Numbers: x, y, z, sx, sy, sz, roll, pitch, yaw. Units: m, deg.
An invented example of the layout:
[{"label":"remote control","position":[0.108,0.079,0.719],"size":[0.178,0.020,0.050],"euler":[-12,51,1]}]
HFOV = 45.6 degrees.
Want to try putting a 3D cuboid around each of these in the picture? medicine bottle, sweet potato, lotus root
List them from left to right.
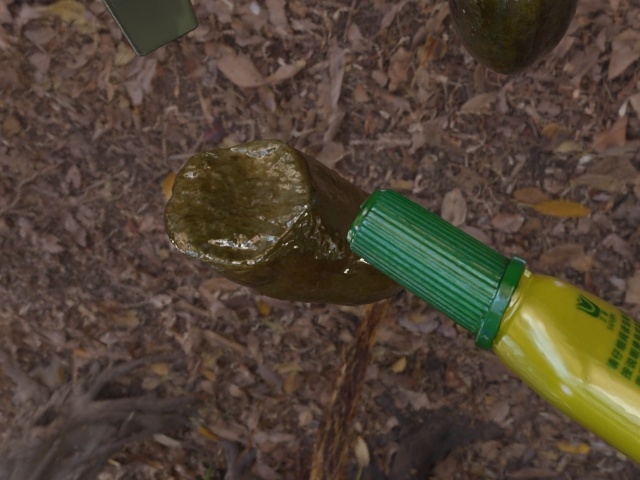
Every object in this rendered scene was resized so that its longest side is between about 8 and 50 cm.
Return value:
[{"label":"sweet potato","position":[0.000,0.000,0.852],"size":[0.158,0.157,0.370],"euler":[-16,154,37]},{"label":"lotus root","position":[0.187,-0.244,0.718],"size":[0.123,0.124,0.241],"euler":[38,174,21]},{"label":"medicine bottle","position":[0.158,0.061,0.546],"size":[0.309,0.111,0.076],"euler":[34,123,7]}]

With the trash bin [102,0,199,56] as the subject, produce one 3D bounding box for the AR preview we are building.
[{"label":"trash bin","position":[-0.131,-0.185,0.545],"size":[0.043,0.061,0.092],"euler":[54,171,32]}]
